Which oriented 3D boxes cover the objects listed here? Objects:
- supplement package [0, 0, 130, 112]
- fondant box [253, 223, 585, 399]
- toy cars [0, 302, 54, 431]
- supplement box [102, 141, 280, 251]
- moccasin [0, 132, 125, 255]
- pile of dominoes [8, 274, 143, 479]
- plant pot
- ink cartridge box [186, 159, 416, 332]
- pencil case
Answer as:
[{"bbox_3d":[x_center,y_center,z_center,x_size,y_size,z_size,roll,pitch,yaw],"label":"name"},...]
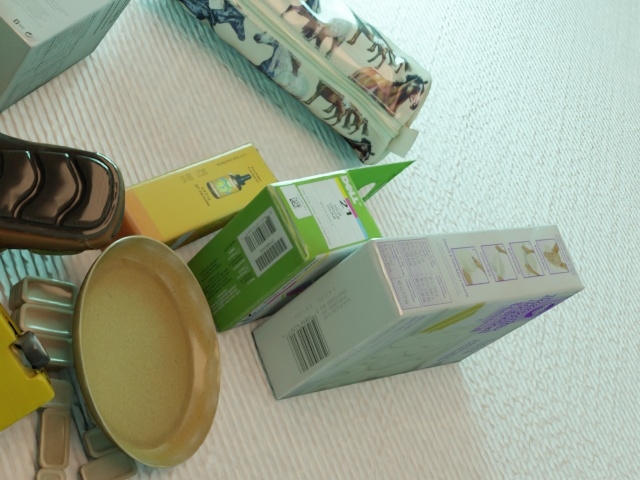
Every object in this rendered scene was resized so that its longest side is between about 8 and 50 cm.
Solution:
[{"bbox_3d":[-0.350,-0.280,1.126,0.194,0.149,0.203,46,43,-5],"label":"supplement package"},{"bbox_3d":[0.121,0.082,1.211,0.330,0.238,0.096,-6,66,-42],"label":"fondant box"},{"bbox_3d":[-0.415,0.048,0.873,0.393,0.087,0.176,18,94,-19],"label":"toy cars"},{"bbox_3d":[-0.153,-0.042,1.185,0.233,0.080,0.078,-27,82,-45],"label":"supplement box"},{"bbox_3d":[-0.380,-0.063,0.969,0.380,0.147,0.139,7,73,-15],"label":"moccasin"},{"bbox_3d":[-0.272,0.162,0.996,0.196,0.040,0.251,14,62,-33],"label":"pile of dominoes"},{"bbox_3d":[-0.179,0.113,1.032,0.236,0.032,0.236,38,46,-54],"label":"plant pot"},{"bbox_3d":[0.000,0.000,1.201,0.255,0.189,0.097,-15,72,-44],"label":"ink cartridge box"},{"bbox_3d":[-0.028,-0.277,1.382,0.410,0.160,0.183,39,28,-13],"label":"pencil case"}]
